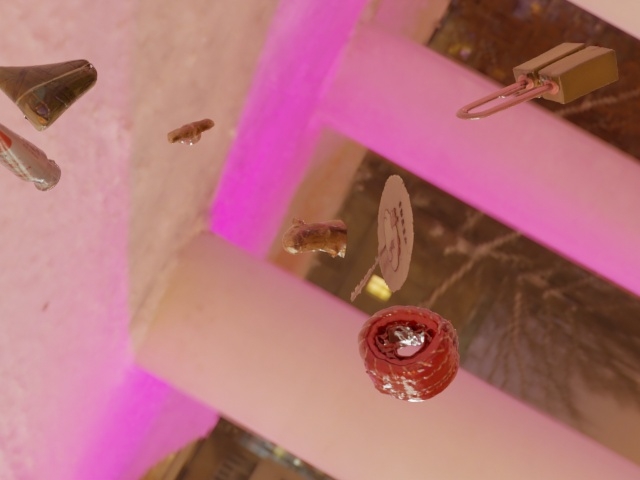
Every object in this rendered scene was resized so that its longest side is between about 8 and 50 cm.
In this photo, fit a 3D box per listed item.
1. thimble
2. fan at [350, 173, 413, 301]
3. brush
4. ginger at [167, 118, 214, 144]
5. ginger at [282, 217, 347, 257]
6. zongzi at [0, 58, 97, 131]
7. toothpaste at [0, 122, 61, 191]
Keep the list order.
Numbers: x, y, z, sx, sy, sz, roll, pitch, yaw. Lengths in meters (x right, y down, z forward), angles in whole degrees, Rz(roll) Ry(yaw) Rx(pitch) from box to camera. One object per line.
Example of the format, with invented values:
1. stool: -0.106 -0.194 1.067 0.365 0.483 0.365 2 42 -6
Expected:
1. thimble: 0.170 0.221 2.400 0.125 0.189 0.163 62 34 -49
2. fan: 0.096 0.018 1.918 0.329 0.009 0.191 -54 140 -56
3. brush: 0.281 -0.202 1.652 0.233 0.047 0.103 -27 -156 -23
4. ginger: -0.208 -0.169 1.915 0.097 0.030 0.048 -27 167 -44
5. ginger: -0.002 -0.005 1.715 0.044 0.137 0.058 -7 -95 47
6. zongzi: -0.340 -0.204 1.486 0.104 0.113 0.052 -46 -179 -21
7. toothpaste: -0.483 -0.147 1.876 0.234 0.089 0.057 46 53 -57
